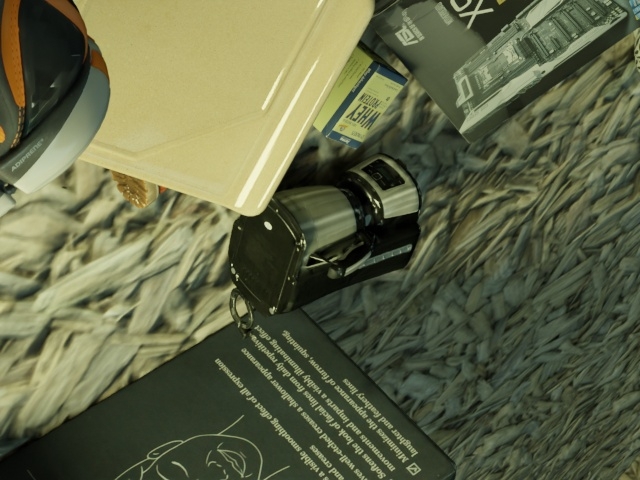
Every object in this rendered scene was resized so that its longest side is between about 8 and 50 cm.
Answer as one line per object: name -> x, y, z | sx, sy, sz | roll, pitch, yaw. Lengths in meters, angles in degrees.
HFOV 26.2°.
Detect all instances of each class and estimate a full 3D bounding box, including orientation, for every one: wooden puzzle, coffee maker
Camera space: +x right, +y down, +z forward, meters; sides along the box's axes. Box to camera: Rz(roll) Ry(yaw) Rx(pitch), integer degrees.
wooden puzzle -> -0.109, -0.145, 1.053 | 0.238, 0.044, 0.221 | 20, 116, -21
coffee maker -> 0.000, 0.000, 1.423 | 0.178, 0.120, 0.171 | -18, 164, -38

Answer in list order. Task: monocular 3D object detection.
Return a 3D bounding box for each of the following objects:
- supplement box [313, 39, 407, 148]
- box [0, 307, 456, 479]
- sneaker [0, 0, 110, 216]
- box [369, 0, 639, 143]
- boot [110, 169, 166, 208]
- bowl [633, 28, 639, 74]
supplement box -> 0.017, -0.145, 1.271 | 0.083, 0.083, 0.056 | -53, 150, 13
box -> -0.103, 0.295, 1.453 | 0.395, 0.293, 0.212 | -29, 147, -26
sneaker -> -0.253, -0.031, 0.641 | 0.321, 0.124, 0.180 | -51, 148, -12
box -> 0.179, -0.239, 1.316 | 0.242, 0.076, 0.307 | -35, 152, 9
boot -> -0.136, -0.105, 1.162 | 0.084, 0.059, 0.158 | -38, 155, -28
bowl -> 0.433, -0.254, 1.668 | 0.170, 0.080, 0.170 | -33, 148, -23
